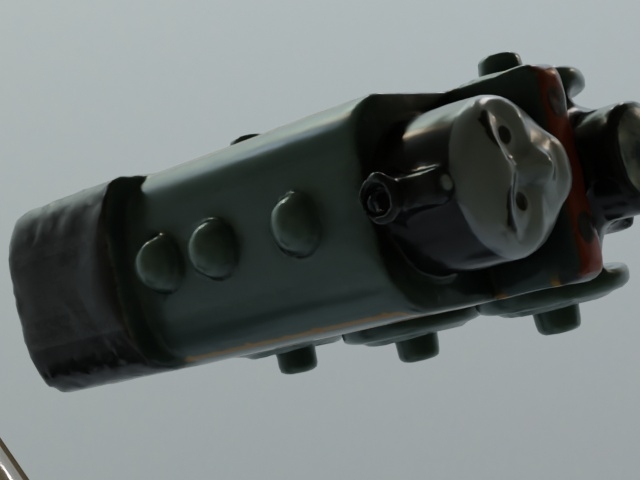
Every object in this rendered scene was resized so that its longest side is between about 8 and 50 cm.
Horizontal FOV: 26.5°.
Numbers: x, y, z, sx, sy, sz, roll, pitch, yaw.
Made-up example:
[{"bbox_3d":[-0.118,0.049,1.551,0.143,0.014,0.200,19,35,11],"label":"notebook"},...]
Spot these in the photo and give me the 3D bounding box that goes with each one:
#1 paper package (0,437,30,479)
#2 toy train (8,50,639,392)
[{"bbox_3d":[-0.249,0.087,0.315,0.309,0.168,0.325,-10,-142,-38],"label":"paper package"},{"bbox_3d":[0.000,0.000,0.673,0.190,0.334,0.142,-10,-93,-49],"label":"toy train"}]
